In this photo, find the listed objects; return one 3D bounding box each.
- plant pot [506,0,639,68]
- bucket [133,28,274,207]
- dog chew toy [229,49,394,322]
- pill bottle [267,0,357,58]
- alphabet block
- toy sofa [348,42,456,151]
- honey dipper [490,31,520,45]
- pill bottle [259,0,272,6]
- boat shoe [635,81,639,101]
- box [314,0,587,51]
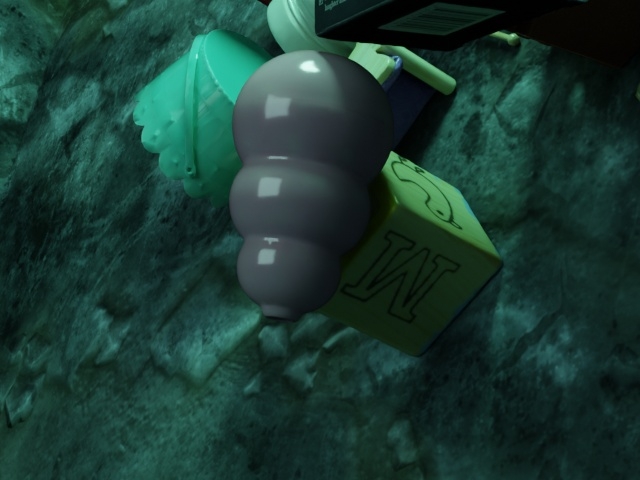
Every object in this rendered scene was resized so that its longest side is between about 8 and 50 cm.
[{"bbox_3d":[0.317,-0.368,1.706,0.267,0.267,0.236,36,110,58],"label":"plant pot"},{"bbox_3d":[-0.166,-0.216,2.275,0.183,0.281,0.281,-40,39,27],"label":"bucket"},{"bbox_3d":[-0.023,-0.063,1.651,0.206,0.206,0.332,-6,72,54],"label":"dog chew toy"},{"bbox_3d":[0.090,-0.431,2.103,0.361,0.204,0.204,-40,39,33],"label":"pill bottle"},{"bbox_3d":[0.091,0.009,1.795,0.193,0.197,0.192,-51,34,19],"label":"alphabet block"},{"bbox_3d":[0.041,-0.134,2.008,0.362,0.150,0.177,-55,29,13],"label":"toy sofa"},{"bbox_3d":[0.244,-0.310,1.965,0.030,0.030,0.161,-61,35,4],"label":"honey dipper"},{"bbox_3d":[-0.104,-0.544,2.270,0.229,0.408,0.229,-34,42,38],"label":"pill bottle"},{"bbox_3d":[0.421,-0.081,1.475,0.098,0.109,0.302,-48,41,22],"label":"boat shoe"},{"bbox_3d":[0.145,-0.451,1.560,0.293,0.212,0.395,-7,82,63],"label":"box"}]
